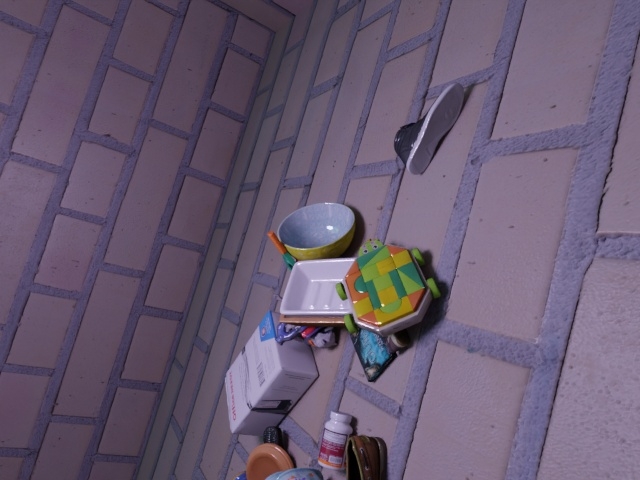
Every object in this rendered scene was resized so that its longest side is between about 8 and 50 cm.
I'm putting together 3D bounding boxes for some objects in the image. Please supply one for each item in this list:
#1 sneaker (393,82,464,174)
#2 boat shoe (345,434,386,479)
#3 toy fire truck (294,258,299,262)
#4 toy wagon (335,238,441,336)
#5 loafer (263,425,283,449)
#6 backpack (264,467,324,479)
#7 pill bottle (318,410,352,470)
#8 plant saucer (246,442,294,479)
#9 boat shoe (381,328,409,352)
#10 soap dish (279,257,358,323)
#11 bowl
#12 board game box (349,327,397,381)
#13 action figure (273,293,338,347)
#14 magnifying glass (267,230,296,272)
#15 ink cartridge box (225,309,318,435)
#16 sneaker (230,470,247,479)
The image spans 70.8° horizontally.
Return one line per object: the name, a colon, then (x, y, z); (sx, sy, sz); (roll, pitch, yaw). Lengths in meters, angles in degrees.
sneaker: (0.324, -0.366, 1.412); (0.295, 0.105, 0.146); (-63, 34, 23)
boat shoe: (0.106, 0.672, 1.170); (0.111, 0.105, 0.306); (-37, 43, 45)
toy fire truck: (-0.057, 0.066, 1.877); (0.135, 0.047, 0.191); (-45, 37, 38)
toy wagon: (0.173, 0.109, 1.293); (0.268, 0.068, 0.344); (-25, 45, 10)
loafer: (-0.158, 0.776, 1.615); (0.080, 0.078, 0.219); (-1, 82, 27)
backpack: (-0.079, 0.784, 1.306); (0.253, 0.225, 0.191); (-62, 35, 8)
pill bottle: (0.048, 0.592, 1.339); (0.086, 0.086, 0.151); (-9, 65, 58)
plant saucer: (-0.180, 0.808, 1.554); (0.200, 0.037, 0.199); (-4, 80, 27)
boat shoe: (0.187, 0.227, 1.324); (0.073, 0.080, 0.223); (-48, 40, 27)
soap dish: (0.028, 0.175, 1.461); (0.291, 0.118, 0.228); (-5, 52, 28)
bowl: (0.000, 0.000, 1.672); (0.289, 0.290, 0.155); (-120, 12, -54)
board game box: (0.156, 0.319, 1.377); (0.126, 0.026, 0.186); (-56, 32, 24)
action figure: (-0.008, 0.245, 1.636); (0.342, 0.178, 0.330); (-33, 44, 6)
magnifying glass: (-0.118, 0.061, 1.596); (0.026, 0.230, 0.092); (-40, 29, -17)
ink cartridge box: (-0.202, 0.515, 1.734); (0.394, 0.167, 0.285); (-55, 32, 25)
sneaker: (-0.317, 1.033, 1.719); (0.131, 0.112, 0.296); (28, 100, 43)
